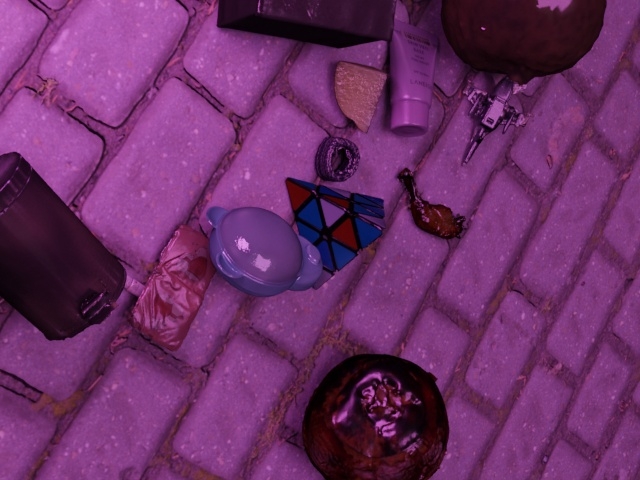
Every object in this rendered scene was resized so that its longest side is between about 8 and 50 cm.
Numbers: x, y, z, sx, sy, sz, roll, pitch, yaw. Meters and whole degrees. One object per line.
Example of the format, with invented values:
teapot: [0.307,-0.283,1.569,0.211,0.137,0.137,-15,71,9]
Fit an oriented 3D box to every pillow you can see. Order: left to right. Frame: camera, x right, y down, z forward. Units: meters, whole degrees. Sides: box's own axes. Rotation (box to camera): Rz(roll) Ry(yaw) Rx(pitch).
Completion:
pillow: [-0.303,0.097,1.767,0.135,0.049,0.248,36,67,-31]

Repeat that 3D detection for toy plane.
toy plane: [0.435,-0.310,2.171,0.192,0.088,0.262,27,83,-4]

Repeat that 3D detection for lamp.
lamp: [-0.115,0.028,1.808,0.284,0.147,0.209,30,36,-46]

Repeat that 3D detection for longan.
longan: [0.478,-0.561,1.993,0.391,0.391,0.391,-4,97,-32]

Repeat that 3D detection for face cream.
face cream: [-0.368,0.111,1.752,0.115,0.020,0.038,39,74,-30]
face cream: [0.223,-0.393,2.039,0.154,0.096,0.274,10,77,-29]

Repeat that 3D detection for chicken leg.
chicken leg: [0.274,-0.080,2.117,0.253,0.051,0.106,42,67,-27]

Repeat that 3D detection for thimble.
thimble: [0.039,-0.188,1.950,0.095,0.066,0.104,4,96,-31]

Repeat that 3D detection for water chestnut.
water chestnut: [0.133,0.434,1.957,0.350,0.302,0.350,0,69,-1]

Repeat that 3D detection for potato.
potato: [0.079,-0.343,1.970,0.120,0.081,0.149,18,103,-2]

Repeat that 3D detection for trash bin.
trash bin: [-0.523,0.015,1.526,0.203,0.252,0.301,-47,124,-15]

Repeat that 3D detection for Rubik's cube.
Rubik's cube: [0.000,0.000,1.942,0.250,0.284,0.234,20,107,-7]

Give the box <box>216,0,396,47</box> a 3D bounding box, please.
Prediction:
box: [-0.026,-0.560,1.782,0.345,0.204,0.251,3,94,-34]
